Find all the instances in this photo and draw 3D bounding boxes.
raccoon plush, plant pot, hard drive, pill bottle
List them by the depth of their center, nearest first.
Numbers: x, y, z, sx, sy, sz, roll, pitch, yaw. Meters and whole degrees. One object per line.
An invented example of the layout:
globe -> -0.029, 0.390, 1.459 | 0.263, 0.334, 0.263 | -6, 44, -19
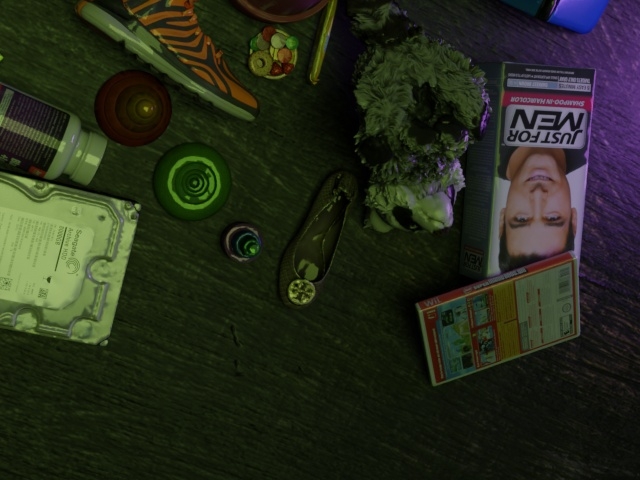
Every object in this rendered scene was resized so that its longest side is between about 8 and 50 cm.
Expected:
pill bottle -> -0.420, -0.154, 1.492 | 0.194, 0.108, 0.108 | 23, 90, -20
hard drive -> -0.463, 0.016, 1.528 | 0.339, 0.064, 0.236 | 14, 93, -21
plant pot -> -0.045, -0.434, 1.543 | 0.201, 0.180, 0.201 | -3, 99, -19
raccoon plush -> 0.144, -0.223, 1.680 | 0.216, 0.299, 0.446 | -2, 66, -4

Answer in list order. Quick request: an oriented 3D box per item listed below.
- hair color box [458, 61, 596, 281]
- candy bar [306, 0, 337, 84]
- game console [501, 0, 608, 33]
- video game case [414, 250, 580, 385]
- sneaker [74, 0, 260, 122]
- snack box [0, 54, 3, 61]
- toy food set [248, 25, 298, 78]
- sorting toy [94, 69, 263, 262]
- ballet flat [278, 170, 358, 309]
hair color box -> 0.358, -0.116, 1.763 | 0.185, 0.113, 0.374 | 0, 98, -19
candy bar -> 0.004, -0.332, 1.649 | 0.018, 0.040, 0.161 | 12, 94, -20
game console -> 0.414, -0.527, 1.719 | 0.250, 0.173, 0.293 | 28, 110, 7
video game case -> 0.312, 0.138, 1.755 | 0.285, 0.025, 0.204 | -19, 132, -4
sneaker -> -0.194, -0.325, 1.537 | 0.321, 0.124, 0.180 | 35, 87, -20
snack box -> -0.548, -0.279, 1.468 | 0.141, 0.037, 0.100 | 45, 81, -18
toy food set -> -0.076, -0.303, 1.636 | 0.083, 0.020, 0.082 | 7, 95, -19
sorting toy -> -0.202, -0.105, 1.566 | 0.127, 0.126, 0.365 | -40, 107, -10
ballet flat -> 0.000, 0.000, 1.685 | 0.084, 0.058, 0.249 | 25, 89, -20
